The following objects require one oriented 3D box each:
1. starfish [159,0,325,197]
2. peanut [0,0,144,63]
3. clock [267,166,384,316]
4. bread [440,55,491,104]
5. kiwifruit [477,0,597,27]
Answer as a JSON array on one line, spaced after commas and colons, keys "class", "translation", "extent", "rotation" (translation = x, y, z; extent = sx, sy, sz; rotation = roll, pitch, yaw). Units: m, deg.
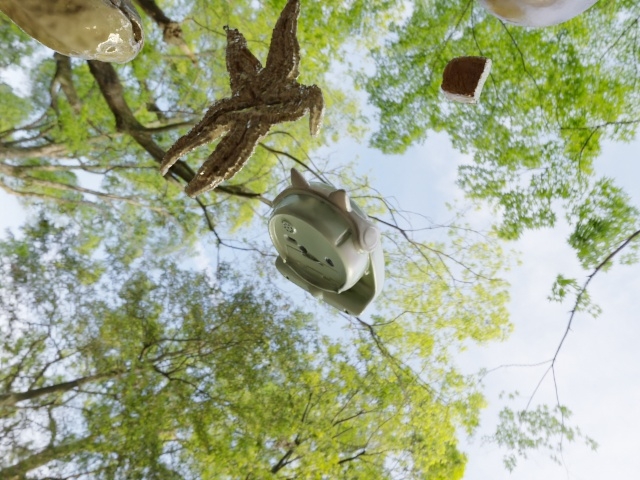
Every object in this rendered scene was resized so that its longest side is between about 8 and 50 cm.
[{"class": "starfish", "translation": [-0.099, -0.200, 0.612], "extent": [0.299, 0.060, 0.302], "rotation": [-7, -114, 36]}, {"class": "peanut", "translation": [-0.355, -0.319, 0.530], "extent": [0.130, 0.290, 0.130], "rotation": [-44, -152, 32]}, {"class": "clock", "translation": [0.000, 0.000, 0.937], "extent": [0.265, 0.324, 0.108], "rotation": [27, -124, 30]}, {"class": "bread", "translation": [0.258, -0.290, 0.789], "extent": [0.070, 0.083, 0.076], "rotation": [21, -77, 18]}, {"class": "kiwifruit", "translation": [0.299, -0.392, 0.592], "extent": [0.196, 0.234, 0.195], "rotation": [26, -51, 38]}]
